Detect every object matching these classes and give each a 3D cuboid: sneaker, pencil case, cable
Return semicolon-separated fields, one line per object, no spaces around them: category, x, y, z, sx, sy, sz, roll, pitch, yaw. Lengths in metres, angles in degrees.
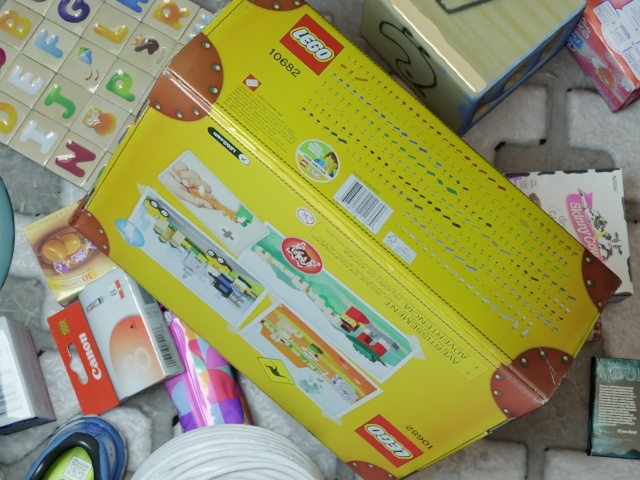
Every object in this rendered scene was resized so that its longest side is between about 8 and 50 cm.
sneaker;-0.337;0.360;1.542;0.129;0.147;0.330;21;84;3
pencil case;-0.148;0.172;1.606;0.104;0.104;0.236;-21;82;-5
cable;-0.107;0.337;1.534;0.257;0.089;0.257;29;107;-17

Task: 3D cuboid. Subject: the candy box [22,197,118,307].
candy box;-0.265;-0.006;1.658;0.186;0.053;0.109;-26;79;-4

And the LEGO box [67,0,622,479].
LEGO box;0.009;0.012;1.445;0.500;0.372;0.193;41;55;-3

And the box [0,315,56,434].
box;-0.380;0.166;1.582;0.072;0.137;0.126;-18;81;-3

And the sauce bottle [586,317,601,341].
sauce bottle;0.287;0.108;1.655;0.128;0.042;0.042;-1;80;0

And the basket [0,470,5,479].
basket;-0.537;0.195;1.461;0.266;0.328;0.331;-20;93;-8

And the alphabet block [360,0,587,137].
alphabet block;0.186;-0.279;1.648;0.193;0.192;0.197;-41;82;-9

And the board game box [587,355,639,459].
board game box;0.430;0.214;1.645;0.186;0.026;0.126;5;79;0

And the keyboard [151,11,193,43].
keyboard;-0.114;-0.162;1.701;0.201;0.033;0.317;-37;83;-2

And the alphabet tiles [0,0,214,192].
alphabet tiles;-0.274;-0.210;1.680;0.342;0.011;0.285;29;78;10

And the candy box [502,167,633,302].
candy box;0.285;-0.002;1.658;0.196;0.070;0.165;-3;80;-1

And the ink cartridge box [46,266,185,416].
ink cartridge box;-0.262;0.126;1.592;0.179;0.045;0.145;-28;80;29

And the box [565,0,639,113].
box;0.368;-0.311;1.689;0.128;0.122;0.257;-32;82;-7

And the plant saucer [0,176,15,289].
plant saucer;-0.548;-0.008;1.659;0.317;0.044;0.318;0;80;-2
